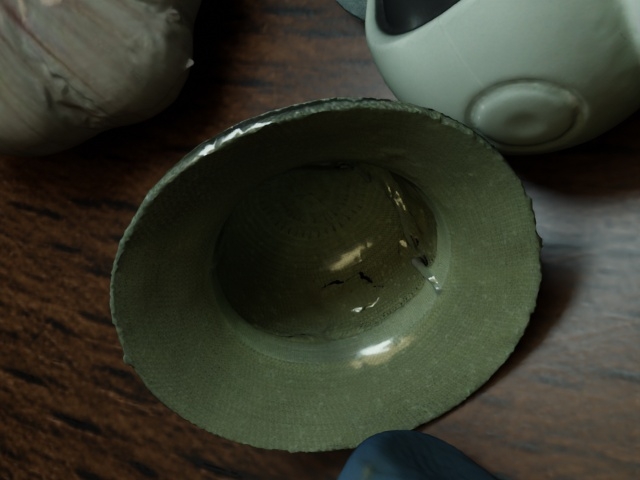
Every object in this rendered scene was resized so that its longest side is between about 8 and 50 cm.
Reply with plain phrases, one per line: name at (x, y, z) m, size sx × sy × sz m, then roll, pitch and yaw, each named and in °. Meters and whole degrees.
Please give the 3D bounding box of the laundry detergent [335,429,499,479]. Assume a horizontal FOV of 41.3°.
laundry detergent at (0.006, 0.255, 0.497) m, size 0.094 × 0.143 × 0.290 m, roll 31°, pitch 99°, yaw 27°

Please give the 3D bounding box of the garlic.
garlic at (-0.233, -0.211, 0.680) m, size 0.322 × 0.241 × 0.322 m, roll 8°, pitch 103°, yaw 38°

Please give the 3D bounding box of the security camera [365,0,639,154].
security camera at (0.141, -0.144, 0.483) m, size 0.236 × 0.194 × 0.194 m, roll -10°, pitch 75°, yaw 31°

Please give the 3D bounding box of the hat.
hat at (0.000, 0.000, 0.538) m, size 0.257 × 0.257 × 0.130 m, roll -36°, pitch 34°, yaw 17°

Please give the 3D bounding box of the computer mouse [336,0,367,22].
computer mouse at (0.025, -0.259, 0.629) m, size 0.113 × 0.068 × 0.229 m, roll -31°, pitch 67°, yaw 18°
